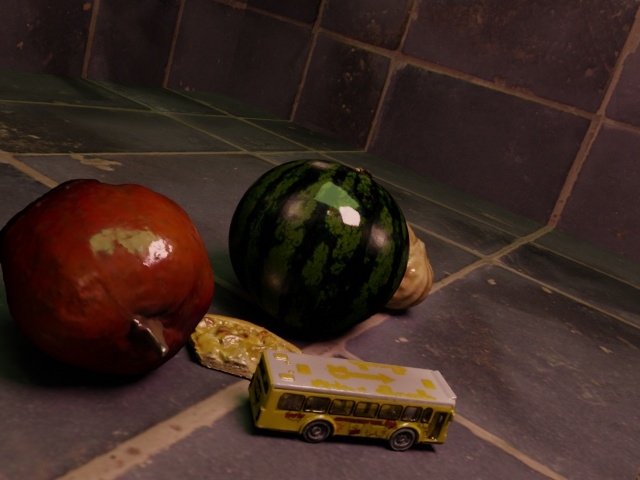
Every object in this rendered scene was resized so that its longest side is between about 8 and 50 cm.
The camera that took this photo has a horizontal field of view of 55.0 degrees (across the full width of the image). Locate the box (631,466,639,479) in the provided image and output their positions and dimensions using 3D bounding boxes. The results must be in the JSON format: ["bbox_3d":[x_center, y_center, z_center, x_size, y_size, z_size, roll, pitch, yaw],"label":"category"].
[{"bbox_3d":[0.280,0.295,0.469,0.073,0.139,0.194,19,18,2],"label":"box"}]

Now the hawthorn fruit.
[{"bbox_3d":[-0.215,0.043,0.660,0.215,0.215,0.250,2,22,-40],"label":"hawthorn fruit"}]

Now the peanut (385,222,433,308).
[{"bbox_3d":[0.093,0.009,1.121,0.140,0.153,0.325,13,25,-28],"label":"peanut"}]

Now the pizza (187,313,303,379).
[{"bbox_3d":[-0.100,0.129,0.770,0.160,0.035,0.099,17,18,0],"label":"pizza"}]

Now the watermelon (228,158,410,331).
[{"bbox_3d":[-0.003,0.005,0.900,0.269,0.268,0.269,16,18,-5],"label":"watermelon"}]

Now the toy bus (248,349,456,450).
[{"bbox_3d":[0.035,0.179,0.692,0.226,0.074,0.081,11,19,-16],"label":"toy bus"}]
